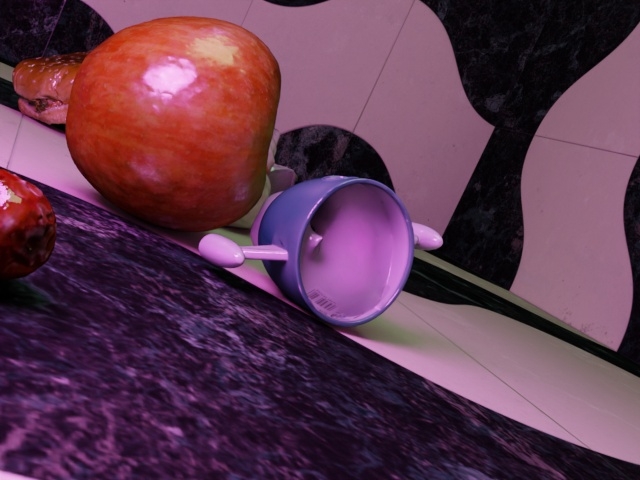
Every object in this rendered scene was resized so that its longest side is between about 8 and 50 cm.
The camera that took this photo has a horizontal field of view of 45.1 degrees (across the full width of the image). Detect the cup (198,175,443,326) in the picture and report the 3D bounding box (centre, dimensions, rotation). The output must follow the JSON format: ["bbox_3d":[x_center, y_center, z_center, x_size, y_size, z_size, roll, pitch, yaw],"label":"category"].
[{"bbox_3d":[0.000,0.000,0.926,0.299,0.167,0.173,-4,12,-29],"label":"cup"}]

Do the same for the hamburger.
[{"bbox_3d":[-0.464,-0.300,1.537,0.286,0.146,0.243,1,19,-7],"label":"hamburger"}]

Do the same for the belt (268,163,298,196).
[{"bbox_3d":[-0.210,-0.148,1.573,0.338,0.122,0.217,22,5,-30],"label":"belt"}]

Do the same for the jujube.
[{"bbox_3d":[-0.236,-0.016,0.501,0.129,0.077,0.077,15,4,11],"label":"jujube"}]

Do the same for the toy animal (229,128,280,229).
[{"bbox_3d":[-0.181,-0.130,1.293,0.308,0.188,0.266,26,13,-34],"label":"toy animal"}]

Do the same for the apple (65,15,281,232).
[{"bbox_3d":[-0.181,-0.150,0.977,0.250,0.277,0.309,9,-9,-3],"label":"apple"}]
